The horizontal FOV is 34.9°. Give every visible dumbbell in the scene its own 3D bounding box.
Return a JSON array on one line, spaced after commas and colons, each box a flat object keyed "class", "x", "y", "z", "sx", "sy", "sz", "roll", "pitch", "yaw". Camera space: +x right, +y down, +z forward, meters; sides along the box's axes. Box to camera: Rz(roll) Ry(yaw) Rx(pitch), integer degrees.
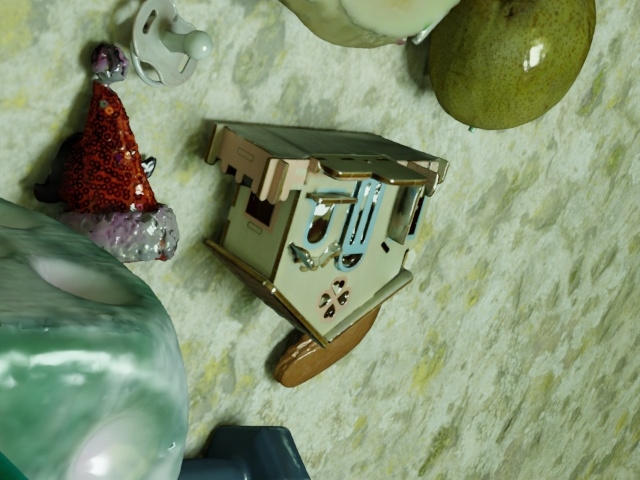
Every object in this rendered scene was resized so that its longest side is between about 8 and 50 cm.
[{"class": "dumbbell", "x": -0.158, "y": 0.297, "z": 1.246, "sx": 0.144, "sy": 0.156, "sz": 0.316, "roll": -40, "pitch": 151, "yaw": 25}]

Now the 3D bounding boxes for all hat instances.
[{"class": "hat", "x": -0.210, "y": -0.074, "z": 0.982, "sx": 0.140, "sy": 0.129, "sz": 0.227, "roll": -7, "pitch": 103, "yaw": -22}]

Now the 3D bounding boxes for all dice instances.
[{"class": "dice", "x": -0.333, "y": 0.142, "z": 0.772, "sx": 0.348, "sy": 0.330, "sz": 0.327, "roll": 8, "pitch": 108, "yaw": -53}]

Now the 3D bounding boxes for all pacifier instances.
[{"class": "pacifier", "x": -0.138, "y": -0.186, "z": 0.982, "sx": 0.099, "sy": 0.078, "sz": 0.081, "roll": 46, "pitch": 61, "yaw": -54}]

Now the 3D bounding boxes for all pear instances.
[{"class": "pear", "x": 0.236, "y": -0.258, "z": 1.283, "sx": 0.228, "sy": 0.188, "sz": 0.211, "roll": -41, "pitch": 143, "yaw": -19}]

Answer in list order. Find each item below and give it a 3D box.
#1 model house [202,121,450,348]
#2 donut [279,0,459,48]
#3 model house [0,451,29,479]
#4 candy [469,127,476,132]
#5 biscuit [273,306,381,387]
[{"class": "model house", "x": 0.000, "y": 0.000, "z": 1.207, "sx": 0.326, "sy": 0.169, "sz": 0.244, "roll": -3, "pitch": 119, "yaw": -50}, {"class": "donut", "x": 0.036, "y": -0.367, "z": 1.002, "sx": 0.307, "sy": 0.150, "sz": 0.371, "roll": -32, "pitch": 136, "yaw": -32}, {"class": "model house", "x": -0.220, "y": 0.170, "z": 0.565, "sx": 0.127, "sy": 0.100, "sz": 0.149, "roll": -46, "pitch": 137, "yaw": -19}, {"class": "candy", "x": 0.272, "y": -0.237, "z": 1.470, "sx": 0.193, "sy": 0.062, "sz": 0.058, "roll": -55, "pitch": -171, "yaw": 9}, {"class": "biscuit", "x": 0.021, "y": 0.113, "z": 1.382, "sx": 0.186, "sy": 0.036, "sz": 0.192, "roll": -27, "pitch": 147, "yaw": -38}]
